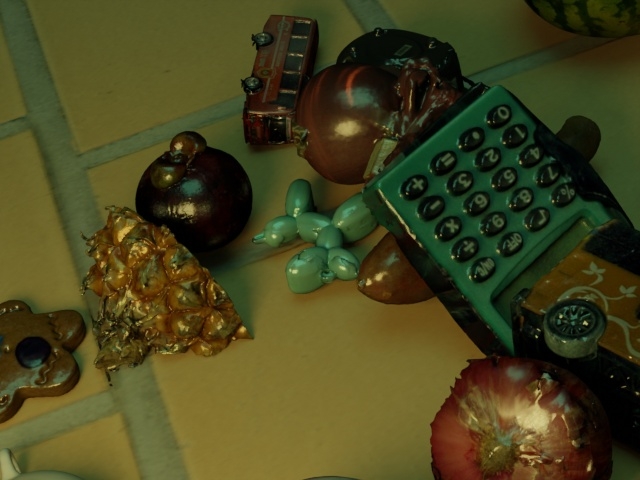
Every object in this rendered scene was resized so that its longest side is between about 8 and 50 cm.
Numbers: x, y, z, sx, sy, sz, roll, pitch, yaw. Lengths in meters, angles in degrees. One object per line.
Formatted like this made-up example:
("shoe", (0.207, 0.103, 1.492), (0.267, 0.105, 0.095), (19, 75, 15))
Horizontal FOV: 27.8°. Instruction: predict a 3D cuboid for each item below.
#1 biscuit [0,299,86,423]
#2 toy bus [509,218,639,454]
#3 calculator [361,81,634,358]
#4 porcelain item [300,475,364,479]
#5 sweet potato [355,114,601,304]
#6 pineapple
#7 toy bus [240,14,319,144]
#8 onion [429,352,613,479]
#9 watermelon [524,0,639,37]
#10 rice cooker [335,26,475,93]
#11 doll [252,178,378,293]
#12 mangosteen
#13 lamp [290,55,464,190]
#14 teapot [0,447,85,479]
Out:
("biscuit", (-0.397, 0.144, 1.533), (0.236, 0.039, 0.180), (-11, 45, 5))
("toy bus", (0.366, 0.128, 1.276), (0.323, 0.162, 0.194), (28, 55, 36))
("calculator", (0.206, -0.027, 1.432), (0.248, 0.058, 0.274), (-39, 91, -29))
("porcelain item", (0.014, 0.303, 1.192), (0.147, 0.147, 0.114), (-2, 45, 11))
("sweet potato", (0.187, -0.027, 1.515), (0.385, 0.109, 0.109), (-33, 47, -29))
("pineapple", (-0.226, 0.056, 1.510), (0.164, 0.140, 0.250), (-35, 51, -19))
("toy bus", (-0.057, -0.225, 1.794), (0.096, 0.074, 0.235), (1, 45, 5))
("onion", (0.197, 0.197, 1.264), (0.183, 0.184, 0.147), (2, 4, 15))
("watermelon", (0.391, -0.409, 1.731), (0.285, 0.285, 0.285), (-7, 45, 7))
("rice cooker", (0.109, -0.203, 1.695), (0.203, 0.118, 0.142), (22, 49, 35))
("doll", (0.000, 0.000, 1.563), (0.159, 0.059, 0.158), (19, 51, 28))
("mangosteen", (-0.157, -0.061, 1.592), (0.152, 0.152, 0.153), (-7, 45, 7))
("lamp", (0.049, -0.135, 1.549), (0.223, 0.151, 0.215), (-20, 46, 54))
("teapot", (-0.294, 0.297, 1.316), (0.159, 0.116, 0.245), (-28, 39, 1))
